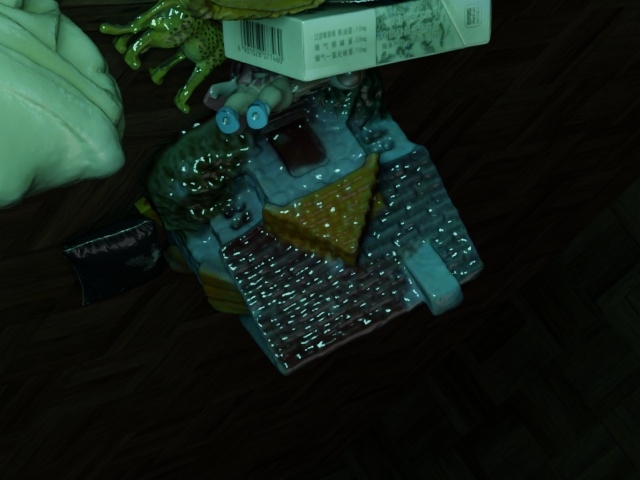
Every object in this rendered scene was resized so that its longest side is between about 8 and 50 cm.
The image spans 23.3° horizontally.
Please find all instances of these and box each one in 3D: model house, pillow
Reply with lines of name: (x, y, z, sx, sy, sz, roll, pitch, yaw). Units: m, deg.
model house: (0.000, 0.000, 2.053, 0.360, 0.339, 0.297, -26, 150, -11)
pillow: (-0.282, 0.027, 2.172, 0.141, 0.055, 0.208, -23, 161, -10)

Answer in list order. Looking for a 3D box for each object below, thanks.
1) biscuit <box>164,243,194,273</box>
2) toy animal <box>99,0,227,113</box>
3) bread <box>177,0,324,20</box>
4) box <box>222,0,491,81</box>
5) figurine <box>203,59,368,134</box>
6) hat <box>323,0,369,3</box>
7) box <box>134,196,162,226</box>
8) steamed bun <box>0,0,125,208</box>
biscuit: (-0.078, -0.046, 2.323, 0.237, 0.062, 0.291, 1, 139, -50)
toy animal: (-0.153, -0.235, 1.714, 0.136, 0.073, 0.181, -45, 150, 4)
bread: (-0.057, -0.324, 1.510, 0.227, 0.142, 0.253, -43, 159, 29)
box: (0.041, -0.244, 1.720, 0.256, 0.164, 0.069, -16, 114, -32)
figurine: (-0.041, -0.198, 1.805, 0.205, 0.103, 0.260, -22, -165, 24)
hat: (0.049, -0.313, 1.676, 0.193, 0.082, 0.193, -5, -162, 2)
box: (-0.179, -0.079, 2.146, 0.155, 0.023, 0.087, -36, 166, 3)
steamed bun: (-0.344, -0.133, 1.321, 0.324, 0.219, 0.310, -13, -170, -43)
